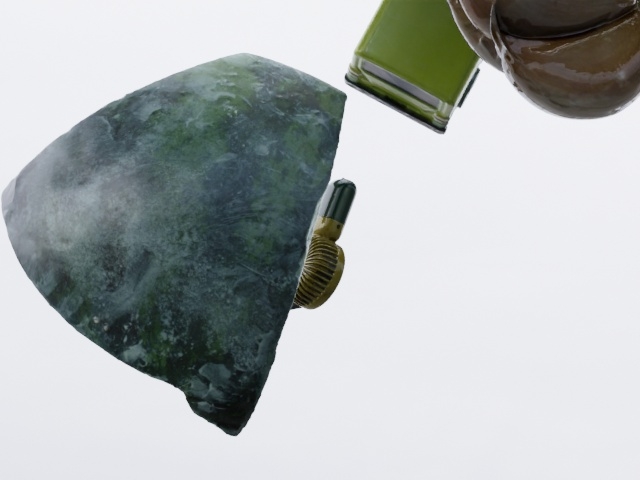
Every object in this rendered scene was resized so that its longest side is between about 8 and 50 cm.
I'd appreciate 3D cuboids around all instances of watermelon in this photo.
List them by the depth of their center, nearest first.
[{"bbox_3d":[-0.128,0.000,1.681,0.289,0.320,0.214,4,-6,10],"label":"watermelon"}]

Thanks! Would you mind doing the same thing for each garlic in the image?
[{"bbox_3d":[0.197,-0.205,1.714,0.191,0.214,0.160,1,-4,-11],"label":"garlic"}]

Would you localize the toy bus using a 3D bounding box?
[{"bbox_3d":[0.139,-0.256,2.007,0.128,0.262,0.150,28,-9,3],"label":"toy bus"}]

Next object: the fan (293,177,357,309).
[{"bbox_3d":[0.000,0.000,2.218,0.039,0.155,0.082,28,-17,-28],"label":"fan"}]

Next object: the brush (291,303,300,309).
[{"bbox_3d":[-0.072,0.091,2.453,0.193,0.063,0.016,-22,12,-25],"label":"brush"}]
